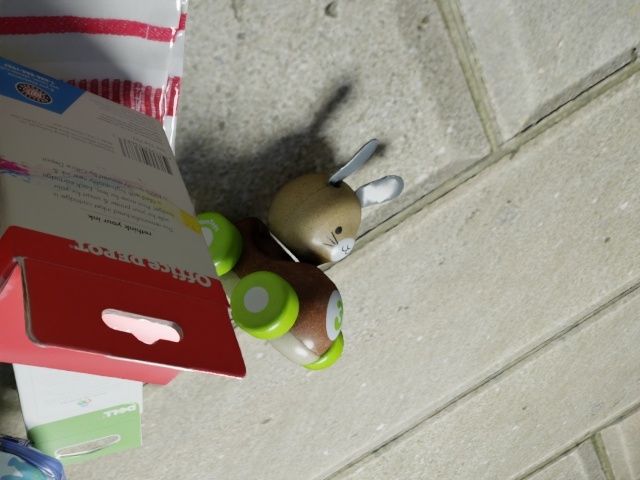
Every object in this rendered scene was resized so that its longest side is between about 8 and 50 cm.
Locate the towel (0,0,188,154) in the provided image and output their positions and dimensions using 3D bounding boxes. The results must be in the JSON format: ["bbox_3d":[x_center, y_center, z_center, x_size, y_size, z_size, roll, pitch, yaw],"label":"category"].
[{"bbox_3d":[-0.214,-0.079,0.559,0.237,0.037,0.329,-8,136,-24],"label":"towel"}]

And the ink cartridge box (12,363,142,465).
[{"bbox_3d":[-0.225,0.123,0.745,0.109,0.062,0.209,-11,138,-22],"label":"ink cartridge box"}]

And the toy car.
[{"bbox_3d":[0.000,0.000,0.707,0.188,0.149,0.155,-45,153,-1],"label":"toy car"}]

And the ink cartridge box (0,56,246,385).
[{"bbox_3d":[-0.142,0.002,0.478,0.134,0.231,0.078,19,123,-41],"label":"ink cartridge box"}]

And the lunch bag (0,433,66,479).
[{"bbox_3d":[-0.326,0.264,0.767,0.176,0.090,0.219,8,136,9],"label":"lunch bag"}]
